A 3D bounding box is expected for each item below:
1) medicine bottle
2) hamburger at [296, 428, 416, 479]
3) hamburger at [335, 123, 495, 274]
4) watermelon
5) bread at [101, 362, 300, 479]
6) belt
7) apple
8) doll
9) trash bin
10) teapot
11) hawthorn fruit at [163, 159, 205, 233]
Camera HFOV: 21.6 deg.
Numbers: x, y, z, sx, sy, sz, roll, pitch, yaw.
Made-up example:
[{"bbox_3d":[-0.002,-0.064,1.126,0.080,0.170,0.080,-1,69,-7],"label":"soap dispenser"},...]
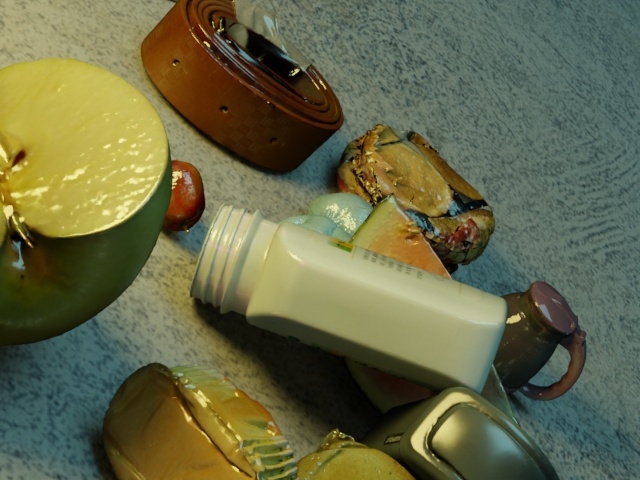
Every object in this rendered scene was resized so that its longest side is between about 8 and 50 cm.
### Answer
[{"bbox_3d":[0.029,0.064,1.779,0.324,0.124,0.179,21,5,1],"label":"medicine bottle"},{"bbox_3d":[0.021,0.300,1.623,0.189,0.122,0.215,40,34,-2],"label":"hamburger"},{"bbox_3d":[0.117,-0.048,2.163,0.231,0.107,0.231,29,36,-24],"label":"hamburger"},{"bbox_3d":[0.082,0.117,1.906,0.128,0.159,0.303,-25,87,-33],"label":"watermelon"},{"bbox_3d":[-0.106,0.199,1.534,0.190,0.132,0.114,45,20,23],"label":"bread"},{"bbox_3d":[-0.092,-0.198,2.052,0.261,0.105,0.184,34,31,-24],"label":"belt"},{"bbox_3d":[-0.295,-0.041,1.477,0.295,0.233,0.258,4,38,-33],"label":"apple"},{"bbox_3d":[0.000,0.003,1.988,0.120,0.075,0.179,30,44,27],"label":"doll"},{"bbox_3d":[0.143,0.243,1.740,0.177,0.236,0.101,45,71,-7],"label":"trash bin"},{"bbox_3d":[0.257,0.128,2.104,0.116,0.146,0.148,-4,59,-55],"label":"teapot"},{"bbox_3d":[-0.158,-0.049,1.831,0.077,0.077,0.077,33,33,-26],"label":"hawthorn fruit"}]
